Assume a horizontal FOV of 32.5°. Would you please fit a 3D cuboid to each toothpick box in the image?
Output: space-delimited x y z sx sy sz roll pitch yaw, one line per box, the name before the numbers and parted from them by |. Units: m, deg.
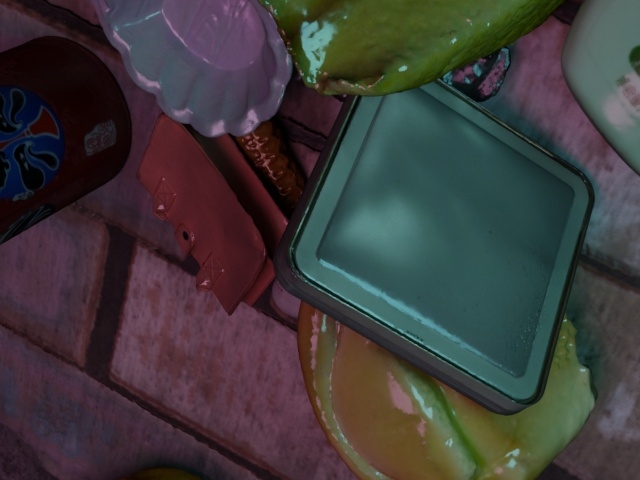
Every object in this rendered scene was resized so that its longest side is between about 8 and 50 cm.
toothpick box | -0.393 -0.093 1.246 0.204 0.333 0.204 13 120 23

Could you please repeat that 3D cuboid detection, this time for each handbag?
handbag | -0.125 -0.035 1.251 0.213 0.059 0.157 55 140 14

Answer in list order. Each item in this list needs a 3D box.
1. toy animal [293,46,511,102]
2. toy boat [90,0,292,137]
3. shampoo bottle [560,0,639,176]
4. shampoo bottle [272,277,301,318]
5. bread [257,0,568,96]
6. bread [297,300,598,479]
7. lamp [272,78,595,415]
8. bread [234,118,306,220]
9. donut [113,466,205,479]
toy animal | 0.087 -0.167 1.088 0.148 0.084 0.232 49 124 -1
toy boat | -0.136 -0.241 1.169 0.290 0.100 0.199 40 126 6
shampoo bottle | 0.373 -0.195 0.866 0.349 0.151 0.222 -38 90 37
shampoo bottle | 0.000 0.000 1.226 0.074 0.074 0.192 29 126 15
bread | 0.107 -0.273 0.850 0.233 0.361 0.245 47 130 2
bread | 0.110 0.123 1.117 0.211 0.270 0.316 -18 101 52
lamp | 0.115 -0.012 0.999 0.269 0.267 0.047 31 151 -13
bread | -0.059 -0.095 1.232 0.052 0.044 0.157 -16 106 29
donut | -0.213 0.433 1.543 0.253 0.118 0.254 15 123 24
